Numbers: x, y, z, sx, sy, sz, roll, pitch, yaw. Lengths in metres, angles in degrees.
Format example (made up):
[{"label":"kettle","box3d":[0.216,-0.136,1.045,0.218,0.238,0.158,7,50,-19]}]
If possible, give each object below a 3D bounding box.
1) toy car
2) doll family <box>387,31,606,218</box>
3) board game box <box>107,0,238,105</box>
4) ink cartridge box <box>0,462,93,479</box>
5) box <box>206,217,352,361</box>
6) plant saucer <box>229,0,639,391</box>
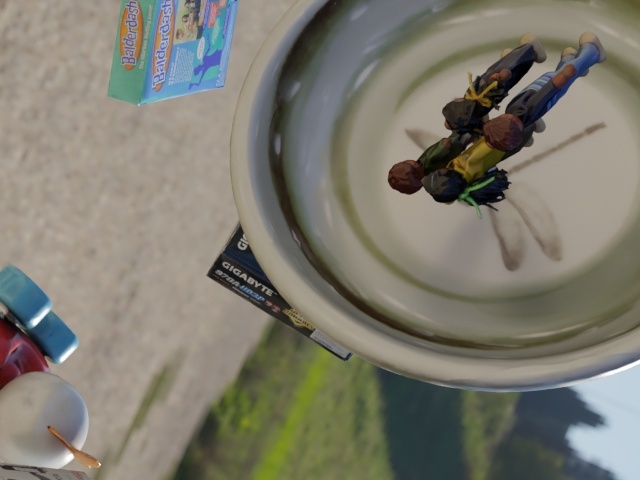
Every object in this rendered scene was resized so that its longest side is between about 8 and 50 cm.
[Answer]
[{"label":"toy car","box3d":[-0.331,0.196,2.167,0.219,0.238,0.210,-46,155,-13]},{"label":"doll family","box3d":[0.112,-0.074,1.275,0.111,0.076,0.193,-36,165,-37]},{"label":"board game box","box3d":[-0.165,-0.249,2.234,0.210,0.047,0.160,-22,126,-64]},{"label":"ink cartridge box","box3d":[-0.310,0.275,2.024,0.109,0.150,0.063,-164,-97,-69]},{"label":"box","box3d":[0.000,0.000,2.039,0.051,0.175,0.220,-53,-174,47]},{"label":"plant saucer","box3d":[0.138,-0.058,1.399,0.100,0.400,0.400,74,37,-60]}]
